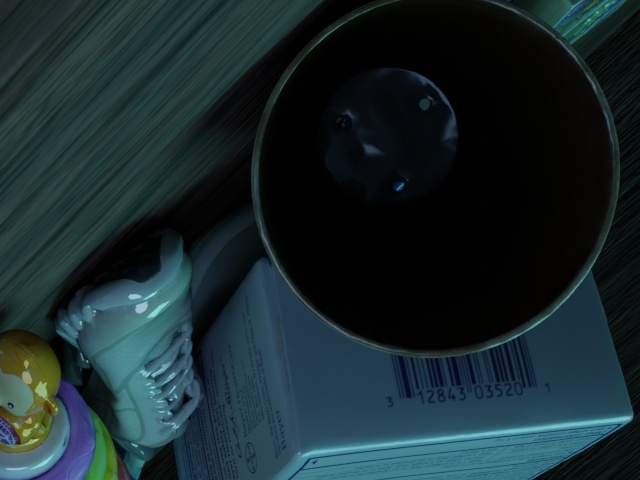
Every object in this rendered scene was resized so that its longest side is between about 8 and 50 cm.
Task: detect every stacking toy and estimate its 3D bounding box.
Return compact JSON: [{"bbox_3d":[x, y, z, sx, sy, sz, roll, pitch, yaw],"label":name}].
[{"bbox_3d":[-0.199,0.144,0.980,0.166,0.175,0.302,-41,164,-28],"label":"stacking toy"}]

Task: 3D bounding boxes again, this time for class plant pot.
[{"bbox_3d":[0.058,-0.054,0.960,0.215,0.215,0.230,-42,-170,2],"label":"plant pot"}]

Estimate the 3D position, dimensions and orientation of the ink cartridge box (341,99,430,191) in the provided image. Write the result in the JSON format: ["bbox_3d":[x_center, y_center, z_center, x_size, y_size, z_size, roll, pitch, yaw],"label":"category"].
[{"bbox_3d":[0.123,-0.141,1.302,0.231,0.078,0.134,-44,175,16],"label":"ink cartridge box"}]

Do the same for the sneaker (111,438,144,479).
[{"bbox_3d":[-0.180,0.162,1.255,0.228,0.087,0.092,-59,167,-57],"label":"sneaker"}]

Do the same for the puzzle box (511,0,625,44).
[{"bbox_3d":[0.294,-0.276,1.635,0.409,0.052,0.272,-38,173,-38],"label":"puzzle box"}]

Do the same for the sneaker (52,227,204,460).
[{"bbox_3d":[-0.127,0.083,1.070,0.110,0.118,0.292,-38,173,-23],"label":"sneaker"}]

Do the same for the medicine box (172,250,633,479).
[{"bbox_3d":[0.045,0.125,1.141,0.264,0.149,0.289,-3,158,-22],"label":"medicine box"}]

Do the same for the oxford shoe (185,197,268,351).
[{"bbox_3d":[0.041,0.042,1.323,0.449,0.130,0.169,-3,121,-49],"label":"oxford shoe"}]
